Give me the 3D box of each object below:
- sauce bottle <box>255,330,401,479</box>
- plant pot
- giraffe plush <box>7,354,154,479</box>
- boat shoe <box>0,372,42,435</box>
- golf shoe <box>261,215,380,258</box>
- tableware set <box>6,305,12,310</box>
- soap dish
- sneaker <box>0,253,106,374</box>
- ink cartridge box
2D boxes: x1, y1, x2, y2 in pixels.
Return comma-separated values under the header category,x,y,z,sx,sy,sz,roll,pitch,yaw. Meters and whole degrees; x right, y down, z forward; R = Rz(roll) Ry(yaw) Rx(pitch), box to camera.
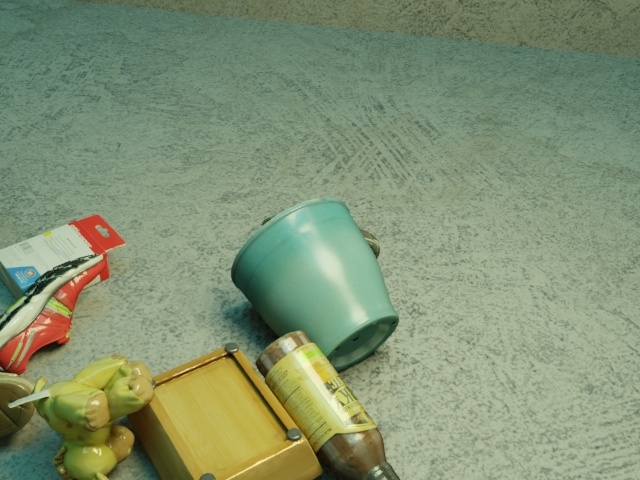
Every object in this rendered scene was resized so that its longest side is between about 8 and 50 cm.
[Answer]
category,x,y,z,sx,sy,sz,roll,pitch,yaw
sauce bottle,0.029,0.309,1.185,0.111,0.111,0.344,-26,66,-33
plant pot,0.006,0.103,1.369,0.271,0.272,0.255,-20,61,-29
giraffe plush,-0.354,0.298,1.116,0.210,0.171,0.181,-14,15,-15
boat shoe,-0.644,0.276,1.185,0.340,0.122,0.110,2,2,-10
golf shoe,0.000,0.000,1.622,0.272,0.105,0.120,15,24,2
tableware set,-0.619,0.183,1.359,0.103,0.024,0.154,14,41,14
soap dish,-0.165,0.313,1.183,0.228,0.118,0.291,-20,45,-28
sneaker,-0.505,0.136,1.353,0.107,0.118,0.279,-2,39,49
ink cartridge box,-0.535,0.042,1.494,0.231,0.078,0.134,-26,50,-33
